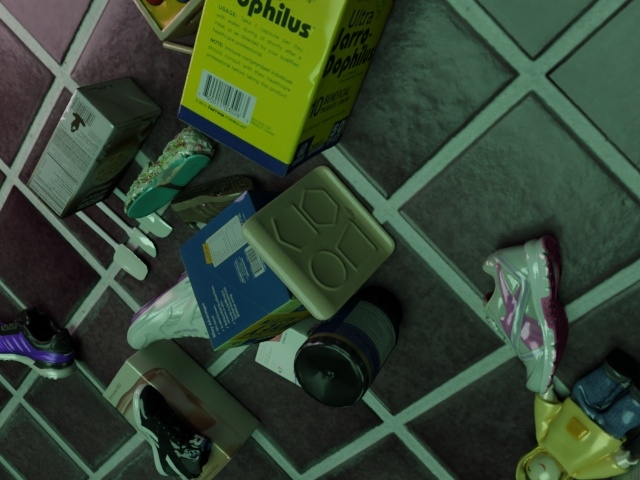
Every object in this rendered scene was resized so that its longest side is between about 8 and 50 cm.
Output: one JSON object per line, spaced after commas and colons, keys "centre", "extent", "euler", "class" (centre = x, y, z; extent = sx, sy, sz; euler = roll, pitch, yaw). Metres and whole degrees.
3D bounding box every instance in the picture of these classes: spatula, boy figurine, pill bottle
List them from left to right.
{"centre": [-0.426, -0.044, 1.328], "extent": [0.242, 0.019, 0.168], "euler": [40, 125, 5], "class": "spatula"}
{"centre": [0.056, 0.163, 1.055], "extent": [0.123, 0.219, 0.122], "euler": [11, 117, 22], "class": "pill bottle"}
{"centre": [0.401, 0.297, 1.011], "extent": [0.177, 0.092, 0.285], "euler": [49, 124, 28], "class": "boy figurine"}

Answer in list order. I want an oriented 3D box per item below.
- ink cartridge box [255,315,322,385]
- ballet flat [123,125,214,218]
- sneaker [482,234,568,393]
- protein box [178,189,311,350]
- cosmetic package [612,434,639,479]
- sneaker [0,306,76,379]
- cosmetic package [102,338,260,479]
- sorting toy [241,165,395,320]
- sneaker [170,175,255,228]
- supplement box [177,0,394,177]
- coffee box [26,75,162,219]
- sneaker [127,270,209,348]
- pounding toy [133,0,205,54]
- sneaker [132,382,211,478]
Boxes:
{"centre": [-0.013, 0.215, 1.207], "extent": [0.198, 0.067, 0.115], "euler": [25, 121, 15], "class": "ink cartridge box"}
{"centre": [-0.283, -0.127, 1.192], "extent": [0.241, 0.091, 0.077], "euler": [-33, 65, 30], "class": "ballet flat"}
{"centre": [0.309, 0.113, 0.984], "extent": [0.111, 0.103, 0.252], "euler": [-1, 106, 32], "class": "sneaker"}
{"centre": [-0.105, 0.051, 1.096], "extent": [0.201, 0.136, 0.199], "euler": [-36, 69, 35], "class": "protein box"}
{"centre": [0.543, 0.356, 0.937], "extent": [0.152, 0.151, 0.183], "euler": [32, 124, 10], "class": "cosmetic package"}
{"centre": [-0.715, 0.220, 1.558], "extent": [0.294, 0.102, 0.146], "euler": [14, 114, 16], "class": "sneaker"}
{"centre": [-0.298, 0.362, 1.384], "extent": [0.296, 0.129, 0.153], "euler": [41, 124, 5], "class": "cosmetic package"}
{"centre": [0.000, 0.000, 1.025], "extent": [0.193, 0.208, 0.038], "euler": [48, 143, 0], "class": "sorting toy"}
{"centre": [-0.185, -0.067, 1.179], "extent": [0.189, 0.066, 0.071], "euler": [-7, 128, 33], "class": "sneaker"}
{"centre": [-0.033, -0.303, 0.898], "extent": [0.195, 0.194, 0.356], "euler": [30, 123, 12], "class": "supplement box"}
{"centre": [-0.417, -0.169, 1.185], "extent": [0.098, 0.141, 0.246], "euler": [45, 123, 2], "class": "coffee box"}
{"centre": [-0.265, 0.156, 1.270], "extent": [0.305, 0.114, 0.152], "euler": [-36, 96, 28], "class": "sneaker"}
{"centre": [-0.226, -0.363, 1.031], "extent": [0.181, 0.094, 0.206], "euler": [-31, 96, 34], "class": "pounding toy"}
{"centre": [-0.279, 0.371, 1.264], "extent": [0.121, 0.079, 0.216], "euler": [-3, 116, 21], "class": "sneaker"}
